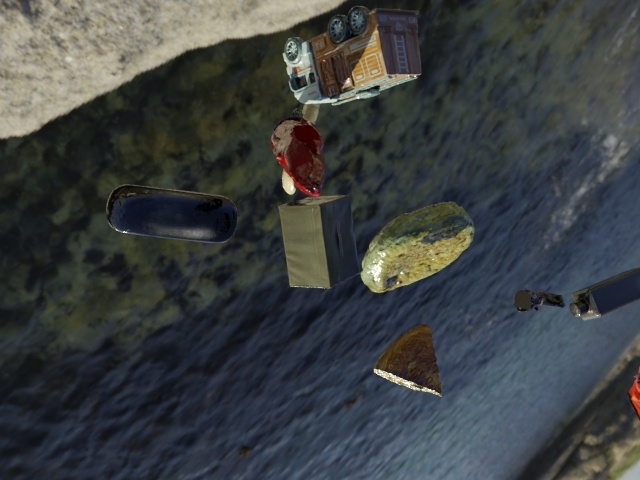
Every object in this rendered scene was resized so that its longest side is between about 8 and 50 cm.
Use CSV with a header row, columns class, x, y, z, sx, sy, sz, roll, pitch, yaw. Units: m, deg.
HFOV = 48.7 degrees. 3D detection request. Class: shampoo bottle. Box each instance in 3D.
class,x,y,z,sx,sy,sz,roll,pitch,yaw
shampoo bottle,0.767,0.144,1.874,0.245,0.080,0.079,-18,171,-21

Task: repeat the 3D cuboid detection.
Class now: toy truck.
class,x,y,z,sx,sy,sz,roll,pitch,yaw
toy truck,0.062,-0.370,1.466,0.136,0.305,0.163,-12,93,-40

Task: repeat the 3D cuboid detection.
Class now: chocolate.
class,x,y,z,sx,sy,sz,roll,pitch,yaw
chocolate,0.597,0.166,1.930,0.147,0.072,0.070,9,124,-35

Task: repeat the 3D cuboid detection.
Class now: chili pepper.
class,x,y,z,sx,sy,sz,roll,pitch,yaw
chili pepper,-0.040,-0.176,1.397,0.110,0.388,0.110,-3,113,-7

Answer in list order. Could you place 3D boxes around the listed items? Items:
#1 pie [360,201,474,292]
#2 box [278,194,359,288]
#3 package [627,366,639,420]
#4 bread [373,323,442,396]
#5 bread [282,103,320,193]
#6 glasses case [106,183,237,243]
class,x,y,z,sx,sy,sz,roll,pitch,yaw
pie,0.207,0.015,1.519,0.276,0.079,0.277,-25,153,-14
box,0.000,0.000,1.959,0.149,0.155,0.232,-21,106,-51
package,0.740,0.438,1.375,0.123,0.424,0.196,-22,153,11
bread,0.175,0.257,1.459,0.135,0.155,0.054,-7,153,-10
bread,-0.056,-0.280,2.030,0.316,0.054,0.316,-163,-90,-84
glasses case,-0.358,-0.063,1.720,0.314,0.075,0.122,6,94,-16
